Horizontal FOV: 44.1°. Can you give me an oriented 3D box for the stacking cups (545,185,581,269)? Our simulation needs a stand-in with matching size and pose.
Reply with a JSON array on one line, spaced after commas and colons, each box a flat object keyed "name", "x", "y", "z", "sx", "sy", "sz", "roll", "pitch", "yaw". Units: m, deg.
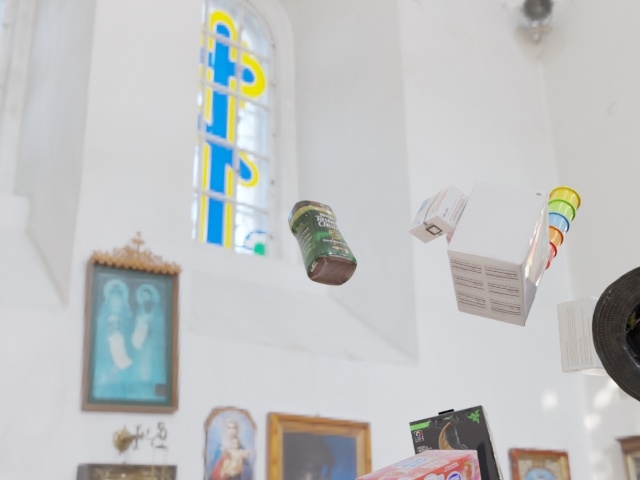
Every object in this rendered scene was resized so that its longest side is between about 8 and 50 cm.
[{"name": "stacking cups", "x": 0.653, "y": -0.036, "z": 2.228, "sx": 0.096, "sy": 0.316, "sz": 0.096, "roll": 18, "pitch": -49, "yaw": 21}]

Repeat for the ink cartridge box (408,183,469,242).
[{"name": "ink cartridge box", "x": 0.301, "y": -0.070, "z": 1.945, "sx": 0.060, "sy": 0.104, "sz": 0.180, "roll": 35, "pitch": -26, "yaw": -11}]

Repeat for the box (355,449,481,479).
[{"name": "box", "x": 0.191, "y": 0.479, "z": 1.471, "sx": 0.122, "sy": 0.128, "sz": 0.257, "roll": -10, "pitch": -6, "yaw": 39}]

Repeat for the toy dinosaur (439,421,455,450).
[{"name": "toy dinosaur", "x": 0.328, "y": 0.559, "z": 2.051, "sx": 0.112, "sy": 0.064, "sz": 0.211, "roll": -30, "pitch": -70, "yaw": 5}]

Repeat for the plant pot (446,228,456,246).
[{"name": "plant pot", "x": 0.528, "y": -0.001, "z": 2.486, "sx": 0.272, "sy": 0.272, "sz": 0.265, "roll": 4, "pitch": 13, "yaw": -9}]

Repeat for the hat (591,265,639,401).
[{"name": "hat", "x": 0.698, "y": 0.220, "z": 1.599, "sx": 0.331, "sy": 0.331, "sz": 0.134, "roll": 0, "pitch": -25, "yaw": 0}]

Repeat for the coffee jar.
[{"name": "coffee jar", "x": 0.000, "y": 0.000, "z": 1.535, "sx": 0.096, "sy": 0.184, "sz": 0.079, "roll": 12, "pitch": -56, "yaw": -29}]

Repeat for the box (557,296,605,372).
[{"name": "box", "x": 0.711, "y": 0.245, "z": 1.999, "sx": 0.181, "sy": 0.182, "sz": 0.119, "roll": 8, "pitch": -17, "yaw": -26}]

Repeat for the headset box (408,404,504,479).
[{"name": "headset box", "x": 0.430, "y": 0.675, "z": 2.484, "sx": 0.246, "sy": 0.283, "sz": 0.131, "roll": -16, "pitch": -30, "yaw": 13}]

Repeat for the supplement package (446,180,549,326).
[{"name": "supplement package", "x": 0.362, "y": 0.025, "z": 1.586, "sx": 0.149, "sy": 0.194, "sz": 0.203, "roll": 11, "pitch": -36, "yaw": 26}]
